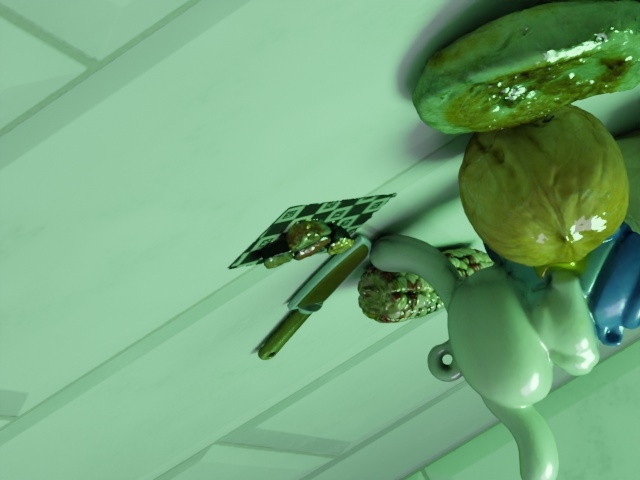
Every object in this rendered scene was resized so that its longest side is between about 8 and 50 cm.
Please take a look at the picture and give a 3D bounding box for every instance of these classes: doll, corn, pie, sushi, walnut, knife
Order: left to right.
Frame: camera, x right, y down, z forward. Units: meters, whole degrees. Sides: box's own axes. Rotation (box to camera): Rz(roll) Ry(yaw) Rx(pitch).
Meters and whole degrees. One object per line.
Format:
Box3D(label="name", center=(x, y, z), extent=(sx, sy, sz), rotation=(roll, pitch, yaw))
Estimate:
Box3D(label="knife", center=(-0.013, 0.084, 2.171), extent=(0.061, 0.027, 0.343), rotation=(-10, 154, -36))
Box3D(label="sushi", center=(0.000, 0.000, 1.952), extent=(0.201, 0.031, 0.139), rotation=(-9, 154, -47))
Box3D(label="corn", center=(0.158, 0.056, 2.263), extent=(0.280, 0.092, 0.092), rotation=(-14, 157, -47))
Box3D(label="pie", center=(0.236, -0.183, 1.691), extent=(0.302, 0.067, 0.302), rotation=(-14, 169, -3))
Box3D(label="walnut", center=(0.262, -0.064, 1.874), extent=(0.195, 0.221, 0.195), rotation=(-4, 121, -7))
Box3D(label="doll", center=(0.298, 0.076, 2.056), extent=(0.366, 0.376, 0.187), rotation=(-35, -175, 10))

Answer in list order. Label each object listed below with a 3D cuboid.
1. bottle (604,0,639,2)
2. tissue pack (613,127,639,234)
Box3D(label="bottle", center=(0.290, -0.267, 1.622), extent=(0.060, 0.060, 0.164), rotation=(-36, 161, 22))
Box3D(label="tissue pack", center=(0.593, -0.062, 2.177), extent=(0.390, 0.375, 0.195), rotation=(-27, 125, -21))
